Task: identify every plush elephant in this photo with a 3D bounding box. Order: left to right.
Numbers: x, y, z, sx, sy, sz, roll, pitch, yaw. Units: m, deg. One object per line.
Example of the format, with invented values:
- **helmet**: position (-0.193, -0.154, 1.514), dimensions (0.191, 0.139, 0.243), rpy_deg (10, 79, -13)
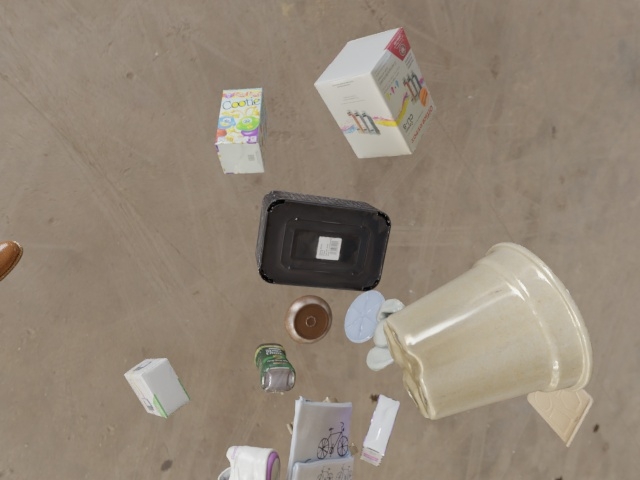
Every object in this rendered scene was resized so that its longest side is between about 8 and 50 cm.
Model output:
- **plush elephant**: position (0.281, 0.329, 1.392), dimensions (0.330, 0.256, 0.271), rpy_deg (60, 44, -34)

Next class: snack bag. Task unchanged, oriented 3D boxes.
- **snack bag**: position (0.011, 0.631, 1.265), dimensions (0.323, 0.037, 0.342), rpy_deg (31, 60, -51)

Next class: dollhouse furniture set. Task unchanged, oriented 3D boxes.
- **dollhouse furniture set**: position (0.028, 0.791, 1.812), dimensions (0.212, 0.242, 0.161), rpy_deg (-37, 153, 8)

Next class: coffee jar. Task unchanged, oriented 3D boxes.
- **coffee jar**: position (-0.134, 0.358, 1.266), dimensions (0.096, 0.184, 0.079), rpy_deg (3, 98, -17)

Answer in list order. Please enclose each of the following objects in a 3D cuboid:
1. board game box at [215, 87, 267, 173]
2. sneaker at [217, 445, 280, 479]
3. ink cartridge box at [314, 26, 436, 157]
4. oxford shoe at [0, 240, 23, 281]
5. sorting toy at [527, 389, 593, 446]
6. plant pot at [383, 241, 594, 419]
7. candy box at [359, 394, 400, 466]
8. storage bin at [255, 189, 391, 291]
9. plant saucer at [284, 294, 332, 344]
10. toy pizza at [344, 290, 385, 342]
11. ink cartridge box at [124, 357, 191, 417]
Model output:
- **board game box**: position (-0.267, -0.381, 1.533), dimensions (0.142, 0.144, 0.275), rpy_deg (-2, 55, 1)
- **sneaker**: position (-0.181, 0.651, 1.122), dimensions (0.152, 0.114, 0.304), rpy_deg (6, 100, 14)
- **ink cartridge box**: position (0.105, -0.255, 0.797), dimensions (0.176, 0.127, 0.128), rpy_deg (52, 59, -37)
- **oxford shoe**: position (-0.677, 0.061, 0.843), dimensions (0.076, 0.076, 0.212), rpy_deg (36, 52, 12)
- **sorting toy**: position (0.743, 0.494, 1.379), dimensions (0.038, 0.208, 0.192), rpy_deg (1, 117, -14)
- **plant pot**: position (0.312, 0.209, 0.931), dimensions (0.306, 0.334, 0.333), rpy_deg (-21, 105, -6)
- **candy box**: position (0.188, 0.608, 1.410), dimensions (0.196, 0.070, 0.164), rpy_deg (88, 25, -53)
- **storage bin**: position (0.000, 0.000, 0.656), dimensions (0.180, 0.084, 0.121), rpy_deg (6, 103, -12)
- **plant saucer**: position (-0.041, 0.314, 1.732), dimensions (0.199, 0.036, 0.198), rpy_deg (-2, 95, -18)
- **toy pizza**: position (0.166, 0.277, 1.607), dimensions (0.032, 0.201, 0.201), rpy_deg (32, 82, -30)
- **ink cartridge box**: position (-0.512, 0.456, 1.383), dimensions (0.093, 0.212, 0.154), rpy_deg (-32, 97, -36)
